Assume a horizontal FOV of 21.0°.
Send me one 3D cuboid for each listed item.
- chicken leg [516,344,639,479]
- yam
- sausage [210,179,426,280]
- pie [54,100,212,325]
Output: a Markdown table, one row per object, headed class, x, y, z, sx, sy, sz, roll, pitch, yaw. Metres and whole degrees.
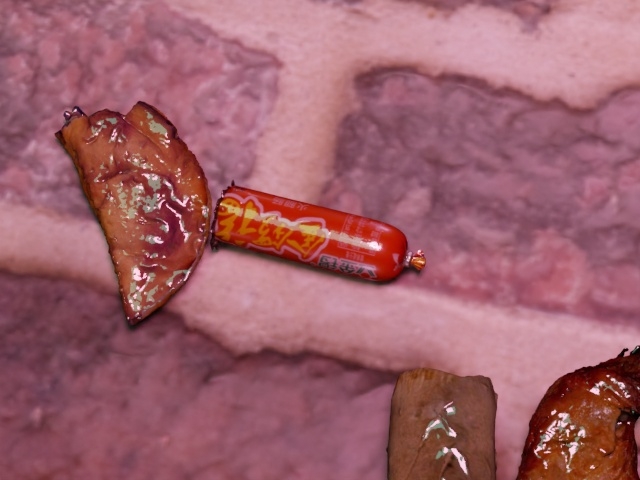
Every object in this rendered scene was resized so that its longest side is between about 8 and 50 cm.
| class | x | y | z | sx | sy | sz | roll | pitch | yaw |
| --- | --- | --- | --- | --- | --- | --- | --- | --- | --- |
| chicken leg | 0.187 | 0.125 | 1.094 | 0.106 | 0.051 | 0.253 | 30 | 75 | 10 |
| yam | 0.073 | 0.258 | 1.045 | 0.083 | 0.083 | 0.371 | -3 | 68 | 5 |
| sausage | 0.000 | 0.000 | 1.165 | 0.145 | 0.048 | 0.050 | 15 | 77 | 9 |
| pie | -0.124 | -0.033 | 1.195 | 0.092 | 0.034 | 0.170 | -27 | 68 | 0 |
